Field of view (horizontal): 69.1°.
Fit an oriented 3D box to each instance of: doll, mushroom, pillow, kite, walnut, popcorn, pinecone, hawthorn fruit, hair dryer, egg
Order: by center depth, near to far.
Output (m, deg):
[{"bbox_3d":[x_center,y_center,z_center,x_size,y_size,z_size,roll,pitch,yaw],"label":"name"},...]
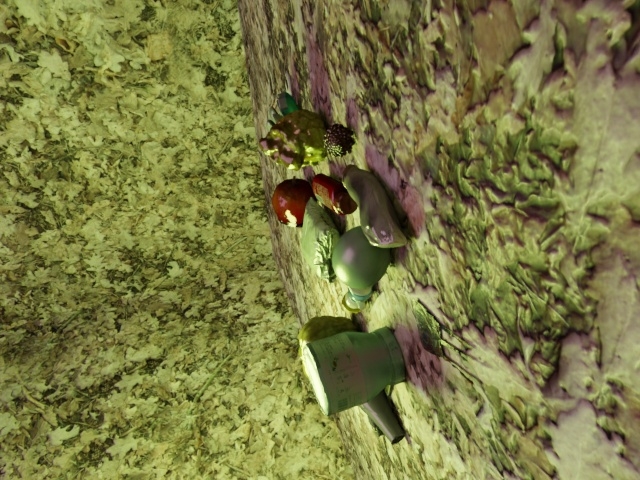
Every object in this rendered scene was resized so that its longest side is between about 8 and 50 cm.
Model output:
[{"bbox_3d":[0.304,0.254,1.163,0.285,0.015,0.152,-137,32,-72],"label":"kite"},{"bbox_3d":[0.144,-0.100,1.283,0.351,0.097,0.109,-112,35,-42],"label":"mushroom"},{"bbox_3d":[0.121,0.049,1.371,0.231,0.167,0.168,106,148,-54],"label":"egg"},{"bbox_3d":[0.055,-0.316,1.430,0.102,0.102,0.110,93,169,-54],"label":"pinecone"},{"bbox_3d":[0.131,0.184,1.651,0.135,0.098,0.241,44,156,22],"label":"doll"},{"bbox_3d":[-0.098,-0.359,1.696,0.237,0.251,0.206,-114,9,-49],"label":"popcorn"},{"bbox_3d":[0.235,0.712,1.860,0.301,0.121,0.361,52,164,42],"label":"hair dryer"},{"bbox_3d":[0.000,0.000,1.912,0.310,0.138,0.284,-123,28,-58],"label":"pillow"},{"bbox_3d":[0.046,0.454,1.942,0.253,0.276,0.282,-126,35,-46],"label":"walnut"},{"bbox_3d":[-0.148,-0.491,1.982,0.195,0.153,0.259,-95,-12,-81],"label":"doll"},{"bbox_3d":[-0.123,-0.187,2.109,0.215,0.215,0.250,-117,16,-45],"label":"hawthorn fruit"}]

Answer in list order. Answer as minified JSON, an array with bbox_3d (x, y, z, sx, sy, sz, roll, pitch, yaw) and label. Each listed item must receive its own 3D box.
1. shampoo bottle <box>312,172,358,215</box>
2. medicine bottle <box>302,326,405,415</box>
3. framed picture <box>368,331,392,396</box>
[{"bbox_3d":[0.048,-0.163,1.662,0.314,0.076,0.118,-136,35,-67],"label":"shampoo bottle"},{"bbox_3d":[0.113,0.421,1.552,0.245,0.289,0.245,165,90,-76],"label":"medicine bottle"},{"bbox_3d":[0.223,0.465,1.748,0.150,0.015,0.203,89,161,-48],"label":"framed picture"}]
